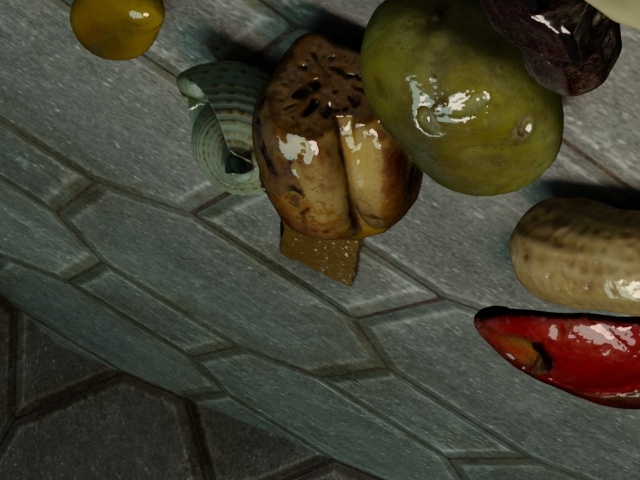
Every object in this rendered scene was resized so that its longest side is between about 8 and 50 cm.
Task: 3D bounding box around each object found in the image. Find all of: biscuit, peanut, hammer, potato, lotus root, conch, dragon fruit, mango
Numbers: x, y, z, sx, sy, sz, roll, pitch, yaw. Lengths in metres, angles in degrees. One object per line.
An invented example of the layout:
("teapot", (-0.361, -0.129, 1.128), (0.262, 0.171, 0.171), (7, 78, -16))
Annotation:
("biscuit", (0.000, 0.000, 2.108), (0.131, 0.025, 0.231), (25, 161, 6))
("peanut", (0.323, 0.018, 1.549), (0.253, 0.122, 0.137), (8, -170, 44))
("hammer", (0.063, -0.268, 1.201), (0.408, 0.095, 0.242), (30, 177, 25))
("potato", (0.133, -0.136, 1.371), (0.197, 0.148, 0.228), (37, 168, 20))
("lotus root", (0.020, -0.092, 1.584), (0.193, 0.193, 0.291), (22, 160, 18))
("conch", (-0.083, -0.133, 1.696), (0.200, 0.131, 0.172), (30, 137, 62))
("dragon fruit", (0.348, 0.137, 1.661), (0.343, 0.100, 0.282), (8, 167, 2))
("mango", (-0.230, -0.260, 1.672), (0.103, 0.076, 0.161), (41, 155, -21))

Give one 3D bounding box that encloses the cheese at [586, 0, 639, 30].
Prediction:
("cheese", (0.228, -0.246, 0.802), (0.318, 0.115, 0.326), (-3, 118, 55))
